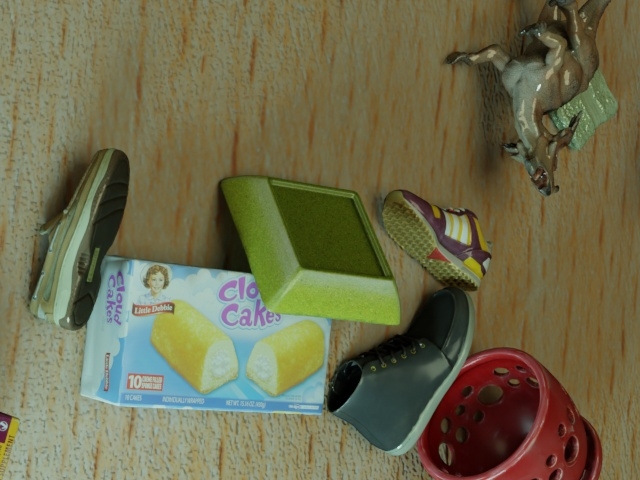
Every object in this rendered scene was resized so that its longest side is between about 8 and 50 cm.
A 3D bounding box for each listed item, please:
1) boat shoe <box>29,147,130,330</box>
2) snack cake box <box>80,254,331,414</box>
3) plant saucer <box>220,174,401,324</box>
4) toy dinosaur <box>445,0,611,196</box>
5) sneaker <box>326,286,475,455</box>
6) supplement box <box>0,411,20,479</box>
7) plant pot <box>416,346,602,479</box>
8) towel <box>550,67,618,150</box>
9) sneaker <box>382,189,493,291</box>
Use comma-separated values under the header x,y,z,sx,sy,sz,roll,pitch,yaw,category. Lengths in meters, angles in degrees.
x,y,z,sx,sy,sz,roll,pitch,yaw,category
-0.252,-0.008,1.428,0.068,0.072,0.190,31,76,-70,boat shoe
-0.118,0.104,1.521,0.264,0.089,0.152,8,88,-37,snack cake box
0.000,0.000,1.563,0.188,0.045,0.188,8,46,-37,plant saucer
0.299,-0.208,1.785,0.296,0.127,0.200,-46,117,-20,toy dinosaur
0.100,0.137,1.686,0.118,0.083,0.222,36,72,-31,sneaker
-0.394,0.192,1.324,0.188,0.080,0.104,20,80,-35,supplement box
0.242,0.254,1.731,0.174,0.191,0.191,42,68,-33,plant pot
0.340,-0.205,1.886,0.110,0.027,0.148,-44,115,-26,towel
0.145,-0.018,1.731,0.185,0.069,0.084,47,57,-35,sneaker
